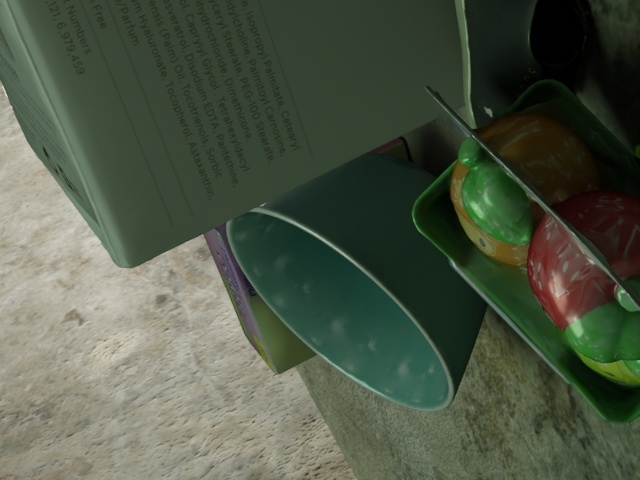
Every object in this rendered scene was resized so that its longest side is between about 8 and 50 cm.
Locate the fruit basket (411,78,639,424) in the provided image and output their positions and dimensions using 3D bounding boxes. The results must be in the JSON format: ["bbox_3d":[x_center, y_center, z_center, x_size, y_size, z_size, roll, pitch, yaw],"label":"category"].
[{"bbox_3d":[0.182,0.019,1.272,0.327,0.165,0.353,45,-169,0],"label":"fruit basket"}]

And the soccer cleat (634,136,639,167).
[{"bbox_3d":[0.260,-0.039,1.234,0.179,0.060,0.072,-100,-14,-73],"label":"soccer cleat"}]

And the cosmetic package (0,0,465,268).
[{"bbox_3d":[-0.110,-0.243,1.653,0.329,0.394,0.327,46,159,57],"label":"cosmetic package"}]

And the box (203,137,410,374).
[{"bbox_3d":[0.000,0.000,2.114,0.117,0.243,0.213,46,160,56],"label":"box"}]

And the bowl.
[{"bbox_3d":[0.065,0.022,1.935,0.311,0.163,0.311,35,159,16],"label":"bowl"}]

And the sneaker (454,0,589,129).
[{"bbox_3d":[0.173,-0.123,1.450,0.118,0.083,0.222,44,157,58],"label":"sneaker"}]
